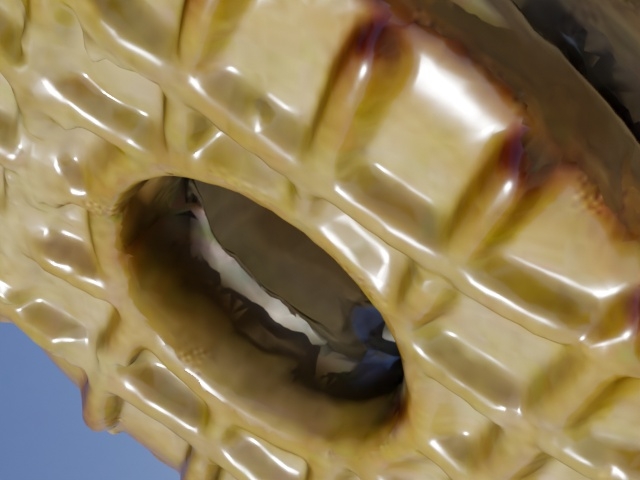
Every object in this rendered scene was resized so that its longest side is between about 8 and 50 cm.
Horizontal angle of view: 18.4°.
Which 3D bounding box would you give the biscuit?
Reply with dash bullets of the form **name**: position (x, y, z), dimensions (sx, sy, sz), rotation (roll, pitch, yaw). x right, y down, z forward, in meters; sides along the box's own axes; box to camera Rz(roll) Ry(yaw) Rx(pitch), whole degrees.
- **biscuit**: position (0.000, 0.000, 0.669), dimensions (0.103, 0.332, 0.332), rotation (-52, -33, -33)
